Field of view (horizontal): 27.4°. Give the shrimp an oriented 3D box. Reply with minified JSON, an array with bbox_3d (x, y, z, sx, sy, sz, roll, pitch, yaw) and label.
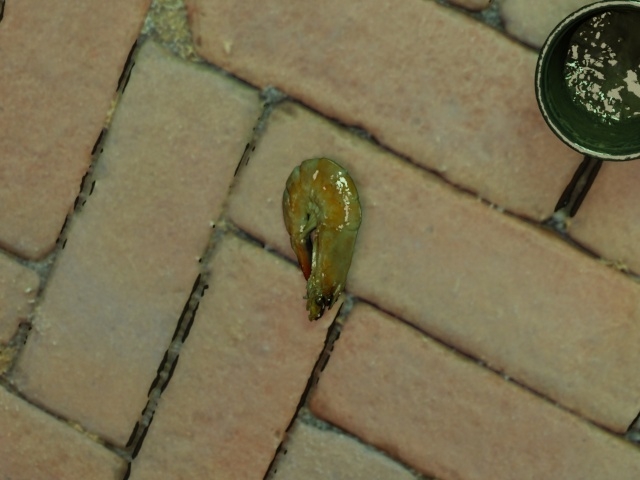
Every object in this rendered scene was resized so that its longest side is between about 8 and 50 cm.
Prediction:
[{"bbox_3d":[0.000,0.000,1.459,0.101,0.042,0.190,14,111,32],"label":"shrimp"}]

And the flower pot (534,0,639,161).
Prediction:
[{"bbox_3d":[0.294,-0.167,1.296,0.157,0.107,0.157,5,110,13],"label":"flower pot"}]
